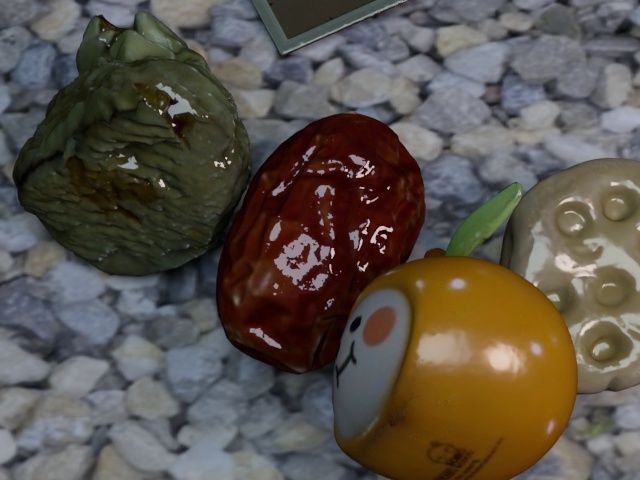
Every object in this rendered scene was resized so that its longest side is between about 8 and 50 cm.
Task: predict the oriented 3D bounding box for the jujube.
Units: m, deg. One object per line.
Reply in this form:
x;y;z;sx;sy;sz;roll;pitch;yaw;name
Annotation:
0.000;0.000;1.126;0.174;0.174;0.250;26;74;11;jujube

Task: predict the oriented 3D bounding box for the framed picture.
0.035;-0.335;1.322;0.274;0.017;0.217;-23;72;-5;framed picture

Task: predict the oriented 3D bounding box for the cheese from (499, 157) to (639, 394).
0.267;0.041;1.127;0.218;0.117;0.235;28;77;9;cheese

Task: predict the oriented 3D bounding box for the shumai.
-0.169;-0.106;1.182;0.256;0.189;0.218;-25;41;33;shumai

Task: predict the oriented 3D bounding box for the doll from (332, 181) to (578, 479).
0.111;0.088;1.022;0.213;0.213;0.236;2;50;4;doll
